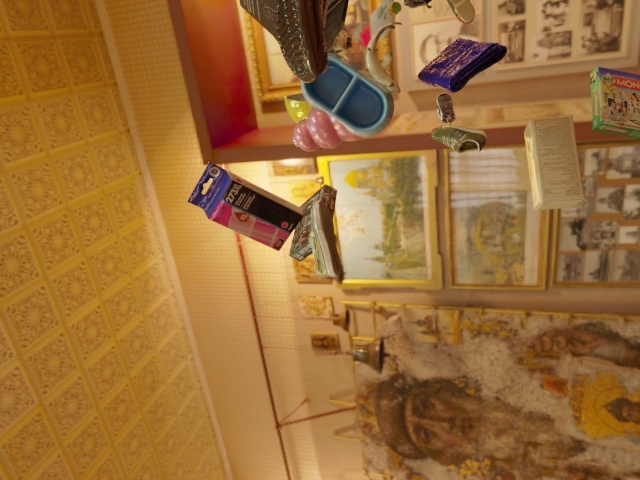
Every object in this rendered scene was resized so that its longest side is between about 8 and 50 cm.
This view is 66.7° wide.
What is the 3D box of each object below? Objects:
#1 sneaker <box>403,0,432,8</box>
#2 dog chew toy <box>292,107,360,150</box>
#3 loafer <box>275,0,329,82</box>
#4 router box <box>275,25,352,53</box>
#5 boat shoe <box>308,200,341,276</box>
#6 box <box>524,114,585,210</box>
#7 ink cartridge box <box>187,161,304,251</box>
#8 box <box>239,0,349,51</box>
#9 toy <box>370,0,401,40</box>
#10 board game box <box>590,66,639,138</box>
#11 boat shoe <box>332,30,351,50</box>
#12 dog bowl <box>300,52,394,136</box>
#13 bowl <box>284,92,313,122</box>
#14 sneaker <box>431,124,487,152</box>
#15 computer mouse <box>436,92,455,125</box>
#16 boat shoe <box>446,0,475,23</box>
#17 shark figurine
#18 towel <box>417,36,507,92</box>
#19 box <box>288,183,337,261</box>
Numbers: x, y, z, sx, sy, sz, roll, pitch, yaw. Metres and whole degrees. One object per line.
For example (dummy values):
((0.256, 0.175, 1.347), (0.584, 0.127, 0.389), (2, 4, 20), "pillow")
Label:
((0.318, -0.949, 1.780), (0.101, 0.269, 0.153), (-18, -44, -65), "sneaker")
((0.041, -0.460, 1.916), (0.206, 0.332, 0.206), (57, -161, -32), "dog chew toy")
((-0.021, -0.522, 1.013), (0.134, 0.130, 0.365), (19, 119, 64), "loafer")
((-0.037, -0.972, 2.309), (0.243, 0.309, 0.080), (43, -142, -49), "router box")
((0.000, 0.000, 1.867), (0.109, 0.094, 0.302), (-23, -77, -63), "boat shoe")
((0.825, -0.273, 1.727), (0.121, 0.148, 0.310), (45, -137, -75), "box")
((-0.259, -0.112, 1.699), (0.175, 0.371, 0.069), (-54, 22, 22), "ink cartridge box")
((-0.110, -0.910, 1.831), (0.212, 0.395, 0.293), (-45, -3, -8), "box")
((0.273, -0.906, 1.999), (0.237, 0.056, 0.136), (-179, 87, -76), "toy")
((1.008, -0.416, 1.518), (0.046, 0.318, 0.213), (107, 172, -71), "board game box")
((0.070, -0.606, 1.489), (0.135, 0.045, 0.050), (-69, -1, -51), "boat shoe")
((0.075, -0.419, 1.401), (0.165, 0.297, 0.074), (-55, 2, 16), "dog bowl")
((-0.012, -0.557, 2.137), (0.289, 0.290, 0.155), (-54, -34, -60), "bowl")
((0.476, -0.346, 1.691), (0.064, 0.192, 0.086), (71, -146, -55), "sneaker")
((0.536, -0.530, 2.058), (0.042, 0.106, 0.192), (103, 157, -81), "computer mouse")
((0.302, -0.546, 1.082), (0.137, 0.049, 0.043), (59, -163, -7), "boat shoe")
((0.197, -0.637, 1.710), (0.116, 0.167, 0.277), (65, -154, -80), "shark figurine")
((0.483, -0.630, 1.719), (0.076, 0.228, 0.308), (52, -174, -25), "towel")
((-0.034, -0.084, 2.294), (0.077, 0.242, 0.307), (27, -129, -23), "box")
